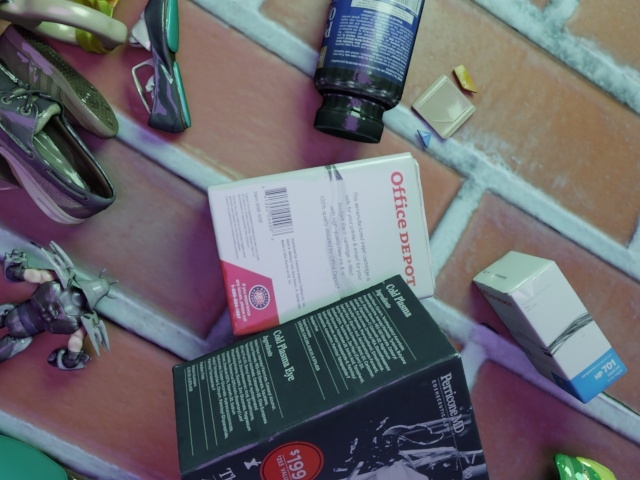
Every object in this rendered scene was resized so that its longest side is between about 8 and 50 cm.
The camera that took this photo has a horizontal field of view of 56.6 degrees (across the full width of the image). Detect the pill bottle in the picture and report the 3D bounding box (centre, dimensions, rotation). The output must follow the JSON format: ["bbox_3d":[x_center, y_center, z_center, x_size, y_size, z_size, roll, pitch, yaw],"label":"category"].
[{"bbox_3d":[0.060,-0.247,0.793,0.122,0.123,0.219,13,93,-8],"label":"pill bottle"}]

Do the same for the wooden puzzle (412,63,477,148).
[{"bbox_3d":[0.181,-0.195,0.869,0.116,0.014,0.078,-39,94,-3],"label":"wooden puzzle"}]

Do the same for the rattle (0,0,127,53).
[{"bbox_3d":[-0.332,-0.313,0.715,0.199,0.130,0.143,11,107,-36],"label":"rattle"}]

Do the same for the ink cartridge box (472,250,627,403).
[{"bbox_3d":[0.321,0.117,0.847,0.082,0.139,0.191,-35,98,-2],"label":"ink cartridge box"}]

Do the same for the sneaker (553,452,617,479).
[{"bbox_3d":[0.336,0.457,0.912,0.123,0.109,0.295,29,93,14],"label":"sneaker"}]

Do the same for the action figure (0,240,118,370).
[{"bbox_3d":[-0.403,0.111,0.786,0.285,0.099,0.185,-25,90,-8],"label":"action figure"}]

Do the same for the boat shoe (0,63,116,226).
[{"bbox_3d":[-0.357,-0.144,0.726,0.092,0.103,0.285,-18,119,22],"label":"boat shoe"}]

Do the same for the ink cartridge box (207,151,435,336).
[{"bbox_3d":[0.000,0.000,0.811,0.272,0.114,0.197,-10,96,-6],"label":"ink cartridge box"}]

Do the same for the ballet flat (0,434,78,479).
[{"bbox_3d":[-0.363,0.380,0.810,0.316,0.107,0.106,32,104,-8],"label":"ballet flat"}]

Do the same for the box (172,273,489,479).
[{"bbox_3d":[0.028,0.270,0.749,0.312,0.179,0.343,-23,121,-5],"label":"box"}]

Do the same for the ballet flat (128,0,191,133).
[{"bbox_3d":[-0.217,-0.244,0.789,0.074,0.074,0.203,-5,98,-6],"label":"ballet flat"}]

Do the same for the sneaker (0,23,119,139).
[{"bbox_3d":[-0.352,-0.195,0.788,0.071,0.066,0.188,-41,95,17],"label":"sneaker"}]

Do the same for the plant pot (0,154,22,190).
[{"bbox_3d":[-0.460,-0.116,0.756,0.109,0.109,0.096,-7,84,-6],"label":"plant pot"}]
